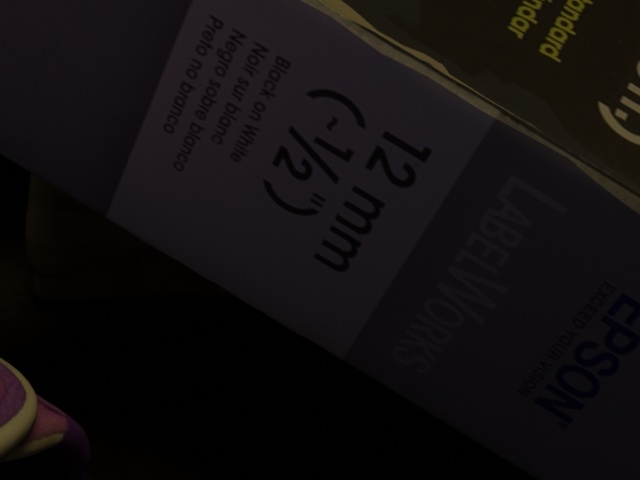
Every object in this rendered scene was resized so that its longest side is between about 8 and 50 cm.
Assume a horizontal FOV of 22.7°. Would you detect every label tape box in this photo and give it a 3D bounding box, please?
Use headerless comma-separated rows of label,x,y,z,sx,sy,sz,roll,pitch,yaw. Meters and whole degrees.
label tape box,0.076,-0.067,0.474,0.348,0.115,0.249,30,45,3

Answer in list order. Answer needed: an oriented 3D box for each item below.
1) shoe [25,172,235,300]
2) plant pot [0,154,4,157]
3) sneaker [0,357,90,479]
shoe,0.000,0.000,0.574,0.219,0.058,0.076,6,2,-22
plant pot,-0.230,-0.147,0.614,0.229,0.263,0.263,-9,22,2
sneaker,-0.129,0.023,0.402,0.161,0.102,0.282,14,32,-2
